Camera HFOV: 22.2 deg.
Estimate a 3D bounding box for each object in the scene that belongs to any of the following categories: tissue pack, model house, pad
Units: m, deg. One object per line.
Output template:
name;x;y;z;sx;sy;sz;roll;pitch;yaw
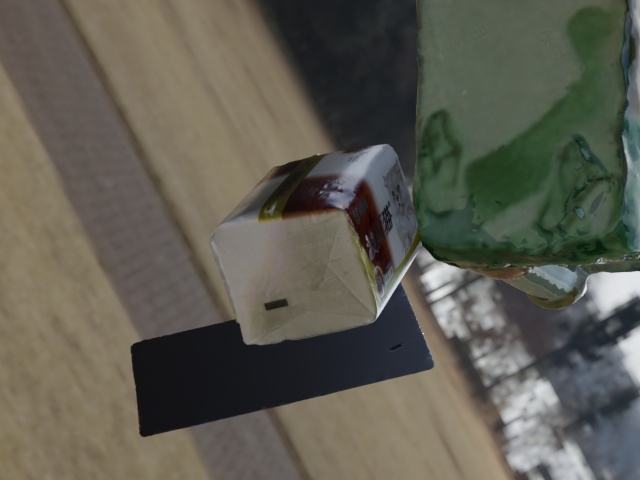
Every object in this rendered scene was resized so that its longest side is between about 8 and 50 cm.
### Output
tissue pack;0.000;-0.001;1.176;0.148;0.106;0.099;-53;128;-65
model house;0.234;-0.072;1.382;0.325;0.194;0.267;26;63;-53
pad;-0.039;0.106;1.477;0.159;0.265;0.009;-107;-175;-61
